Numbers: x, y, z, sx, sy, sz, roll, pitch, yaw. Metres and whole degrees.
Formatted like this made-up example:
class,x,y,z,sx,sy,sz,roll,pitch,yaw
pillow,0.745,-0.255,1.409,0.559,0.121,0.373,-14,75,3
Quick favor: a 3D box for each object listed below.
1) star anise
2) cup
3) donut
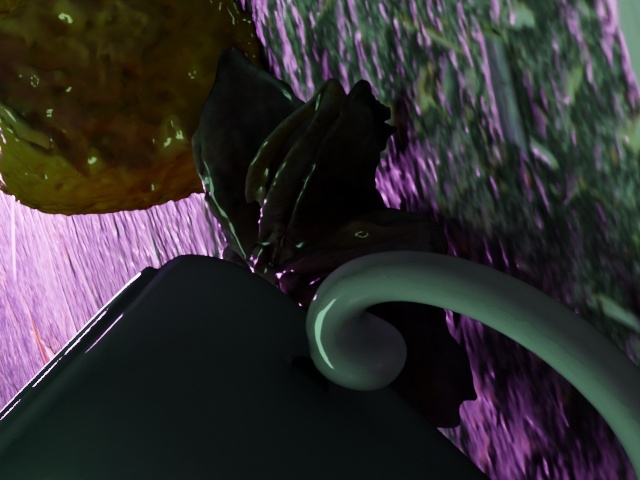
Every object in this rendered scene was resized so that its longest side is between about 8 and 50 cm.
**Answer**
class,x,y,z,sx,sy,sz,roll,pitch,yaw
star anise,0.000,0.000,1.026,0.229,0.093,0.236,65,165,1
cup,-0.012,0.138,0.869,0.274,0.259,0.356,43,118,-4
donut,-0.188,-0.214,1.213,0.377,0.163,0.435,18,125,68
